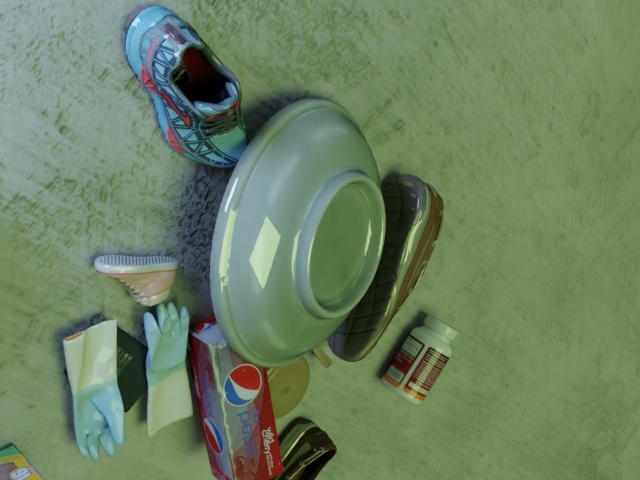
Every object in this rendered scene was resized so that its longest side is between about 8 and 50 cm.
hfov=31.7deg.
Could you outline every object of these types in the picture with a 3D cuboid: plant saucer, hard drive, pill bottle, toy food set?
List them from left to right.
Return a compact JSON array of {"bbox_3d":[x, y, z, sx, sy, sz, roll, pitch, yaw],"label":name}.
[{"bbox_3d":[-0.287,0.179,1.590,0.094,0.022,0.135,-52,139,-7],"label":"hard drive"},{"bbox_3d":[-0.071,0.233,1.828,0.192,0.038,0.132,-48,141,-12],"label":"toy food set"},{"bbox_3d":[0.000,0.000,1.621,0.400,0.100,0.400,-31,129,-49],"label":"plant saucer"},{"bbox_3d":[0.182,0.213,2.028,0.086,0.086,0.152,31,92,-50],"label":"pill bottle"}]

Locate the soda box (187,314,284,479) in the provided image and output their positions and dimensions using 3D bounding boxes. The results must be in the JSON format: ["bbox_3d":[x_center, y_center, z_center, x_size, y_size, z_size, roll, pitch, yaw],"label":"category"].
[{"bbox_3d":[-0.130,0.243,1.696,0.092,0.083,0.263,-21,116,-30],"label":"soda box"}]

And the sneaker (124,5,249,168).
[{"bbox_3d":[-0.151,-0.171,1.426,0.104,0.125,0.262,-46,138,-12],"label":"sneaker"}]

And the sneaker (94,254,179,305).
[{"bbox_3d":[-0.251,0.057,1.526,0.134,0.051,0.070,1,108,-50],"label":"sneaker"}]

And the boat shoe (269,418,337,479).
[{"bbox_3d":[-0.068,0.428,1.901,0.257,0.095,0.095,-56,147,-2],"label":"boat shoe"}]

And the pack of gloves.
[{"bbox_3d":[-0.255,0.205,1.585,0.195,0.046,0.232,-22,129,-33],"label":"pack of gloves"}]

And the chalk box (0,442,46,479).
[{"bbox_3d":[-0.458,0.391,1.473,0.213,0.132,0.132,-24,130,-32],"label":"chalk box"}]

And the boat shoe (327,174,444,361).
[{"bbox_3d":[0.117,0.055,1.843,0.116,0.123,0.324,13,106,-50],"label":"boat shoe"}]
